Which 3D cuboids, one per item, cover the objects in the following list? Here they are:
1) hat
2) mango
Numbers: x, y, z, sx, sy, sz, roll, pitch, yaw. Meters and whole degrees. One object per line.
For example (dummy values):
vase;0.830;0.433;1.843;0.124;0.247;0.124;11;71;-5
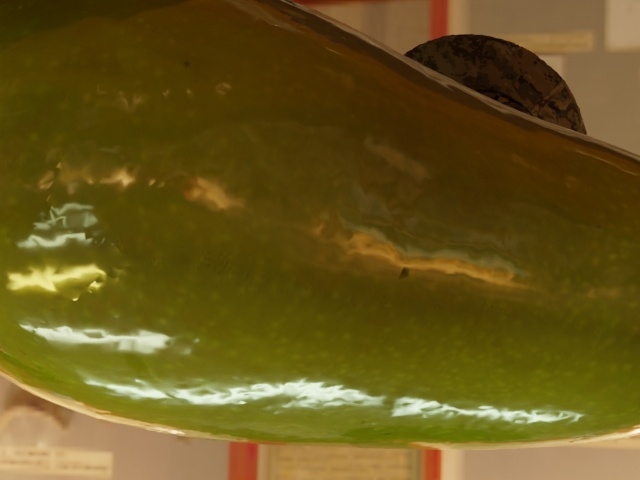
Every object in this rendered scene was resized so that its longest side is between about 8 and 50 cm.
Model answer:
hat;0.167;-0.086;1.429;0.265;0.266;0.128;2;-173;-1
mango;0.000;0.000;0.463;0.293;0.143;0.175;12;155;-4
